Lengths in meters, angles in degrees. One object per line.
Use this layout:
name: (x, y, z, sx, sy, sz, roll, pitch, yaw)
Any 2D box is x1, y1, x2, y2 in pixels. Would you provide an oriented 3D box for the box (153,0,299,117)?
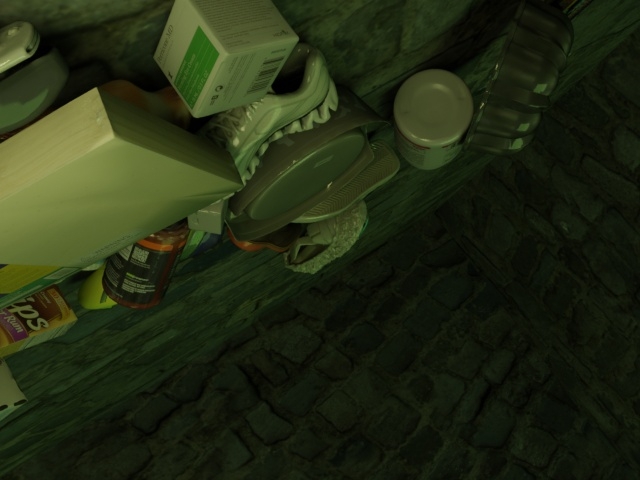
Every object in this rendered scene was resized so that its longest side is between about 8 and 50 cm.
box: (-0.099, -0.200, 0.660, 0.102, 0.087, 0.101, -26, 167, -39)

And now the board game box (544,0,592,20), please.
board game box: (0.563, -0.540, 1.408, 0.170, 0.048, 0.141, -42, 167, 37)

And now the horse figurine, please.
horse figurine: (-0.216, -0.127, 0.692, 0.174, 0.066, 0.263, -32, 176, 29)

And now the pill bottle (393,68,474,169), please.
pill bottle: (0.240, -0.249, 1.383, 0.160, 0.160, 0.283, -35, 171, 2)

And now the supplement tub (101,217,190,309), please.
supplement tub: (-0.265, 0.006, 0.984, 0.106, 0.106, 0.198, -22, 147, -53)

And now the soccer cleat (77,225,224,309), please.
soccer cleat: (-0.307, 0.017, 1.107, 0.289, 0.093, 0.121, -30, 140, -3)

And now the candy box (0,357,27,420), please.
candy box: (-0.529, 0.190, 0.870, 0.070, 0.165, 0.196, -36, 170, 11)

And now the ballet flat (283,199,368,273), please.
ballet flat: (0.000, 0.000, 1.916, 0.147, 0.147, 0.409, -28, 168, -37)

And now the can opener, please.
can opener: (-0.323, -0.079, 0.468, 0.280, 0.074, 0.093, -31, 134, -10)

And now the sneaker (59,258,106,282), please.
sneaker: (-0.365, 0.010, 0.919, 0.073, 0.063, 0.162, -54, 171, 23)

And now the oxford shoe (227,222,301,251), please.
oxford shoe: (-0.101, -0.036, 1.468, 0.098, 0.097, 0.271, -45, 168, 22)

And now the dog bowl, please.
dog bowl: (-0.041, -0.139, 1.133, 0.348, 0.102, 0.349, -35, 171, -6)

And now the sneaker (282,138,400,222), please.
sneaker: (0.021, -0.111, 1.424, 0.350, 0.131, 0.148, -24, 173, -33)

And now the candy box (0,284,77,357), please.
candy box: (-0.453, 0.105, 0.888, 0.053, 0.109, 0.186, -40, 170, 31)

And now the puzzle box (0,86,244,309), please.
puzzle box: (-0.314, -0.012, 0.684, 0.408, 0.052, 0.272, -25, 170, 13)

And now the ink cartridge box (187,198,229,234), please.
ink cartridge box: (-0.159, -0.081, 0.939, 0.088, 0.052, 0.122, 113, -11, -70)

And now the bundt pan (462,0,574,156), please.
bundt pan: (0.401, -0.313, 1.267, 0.331, 0.124, 0.331, 22, 90, -80)

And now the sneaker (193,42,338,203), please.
sneaker: (-0.104, -0.158, 0.853, 0.292, 0.110, 0.118, -42, 164, -10)
